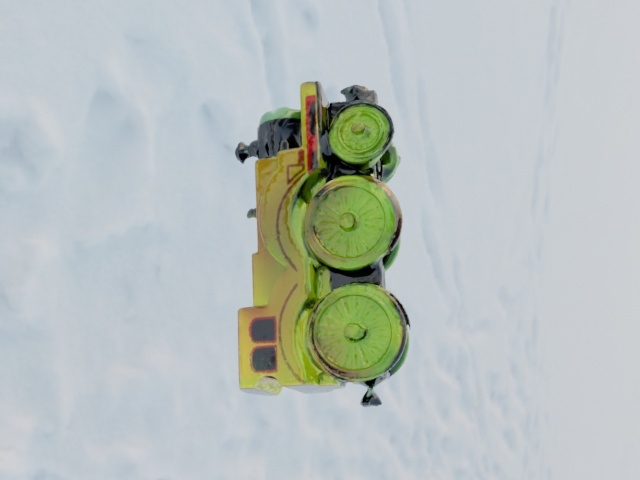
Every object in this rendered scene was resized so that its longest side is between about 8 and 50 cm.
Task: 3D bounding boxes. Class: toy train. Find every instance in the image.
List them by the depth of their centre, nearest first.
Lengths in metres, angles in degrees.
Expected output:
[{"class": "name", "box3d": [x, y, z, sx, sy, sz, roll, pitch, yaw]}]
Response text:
[{"class": "toy train", "box3d": [0.000, 0.000, 0.717, 0.100, 0.160, 0.296, 51, 36, -71]}]
